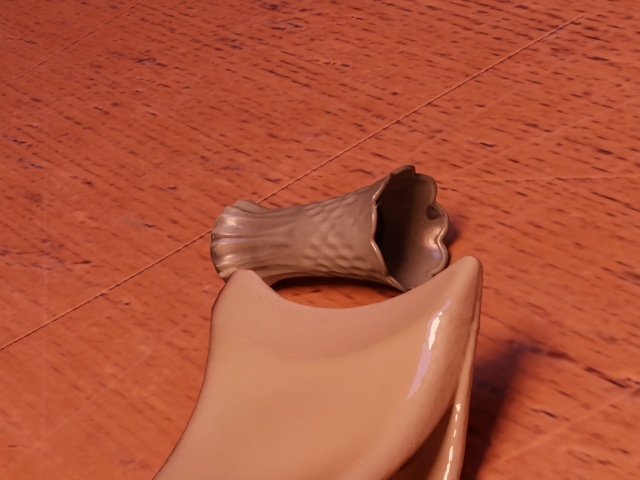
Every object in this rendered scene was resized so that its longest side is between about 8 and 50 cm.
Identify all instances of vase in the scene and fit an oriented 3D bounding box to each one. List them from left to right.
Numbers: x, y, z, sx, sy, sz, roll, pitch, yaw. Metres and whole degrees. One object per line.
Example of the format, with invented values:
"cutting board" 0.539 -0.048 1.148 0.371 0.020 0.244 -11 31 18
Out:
"vase" 0.000 0.000 1.169 0.149 0.081 0.081 -7 37 39

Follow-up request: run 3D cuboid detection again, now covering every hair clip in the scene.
"hair clip" -0.022 0.135 0.966 0.172 0.113 0.282 -4 33 34
